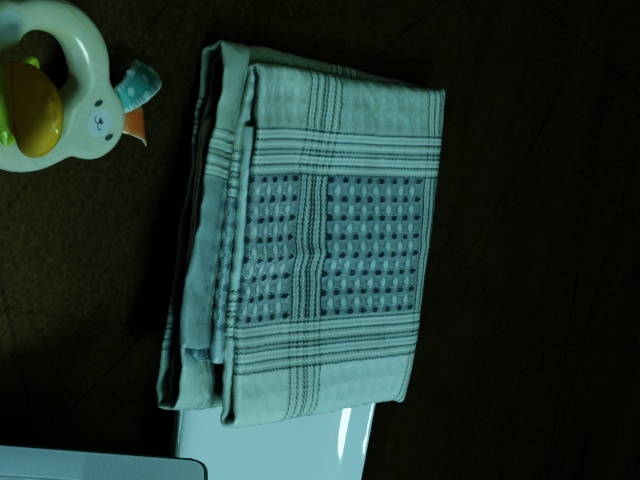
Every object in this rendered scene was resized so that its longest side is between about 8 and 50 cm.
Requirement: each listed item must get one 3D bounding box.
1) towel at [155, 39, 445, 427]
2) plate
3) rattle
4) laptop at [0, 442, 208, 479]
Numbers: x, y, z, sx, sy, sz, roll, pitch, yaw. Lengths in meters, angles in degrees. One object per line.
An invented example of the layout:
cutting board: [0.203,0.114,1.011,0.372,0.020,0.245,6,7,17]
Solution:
towel: [0.000,0.000,1.235,0.324,0.056,0.312,3,97,-50]
plate: [-0.053,0.195,1.339,0.278,0.045,0.277,-13,120,-47]
rattle: [-0.149,-0.094,0.981,0.200,0.143,0.130,24,72,-48]
laptop: [-0.205,0.274,0.846,0.408,0.236,0.382,9,63,-27]
